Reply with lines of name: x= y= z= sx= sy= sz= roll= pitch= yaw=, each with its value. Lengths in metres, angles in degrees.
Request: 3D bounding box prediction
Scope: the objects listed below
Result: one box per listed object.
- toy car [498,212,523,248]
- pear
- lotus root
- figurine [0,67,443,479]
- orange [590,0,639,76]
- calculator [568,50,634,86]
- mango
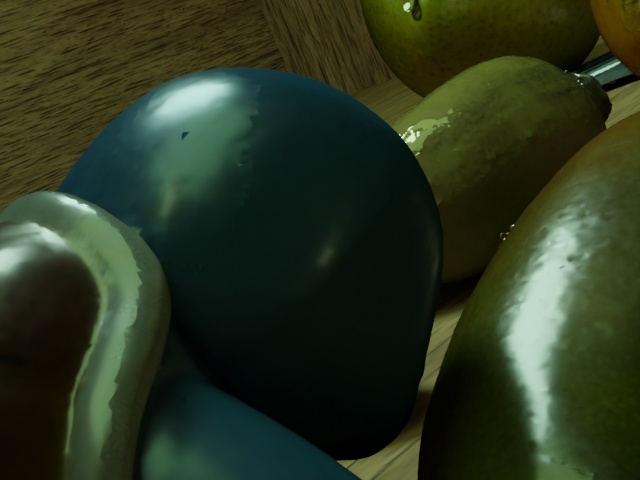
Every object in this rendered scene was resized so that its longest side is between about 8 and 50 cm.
toy car: x=0.160 y=0.001 z=0.898 sx=0.073 sy=0.054 sz=0.143 roll=-20 pitch=9 yaw=23
pear: x=0.245 y=-0.365 z=1.932 sx=0.362 sy=0.362 sz=0.418 roll=-16 pitch=-3 yaw=35
lotus root: x=0.133 y=-0.060 z=1.030 sx=0.303 sy=0.146 sz=0.131 roll=-32 pitch=10 yaw=-37
figurine: x=-0.121 y=0.113 z=0.396 sx=0.416 sy=0.243 sz=0.298 roll=-26 pitch=1 yaw=-29
orange: x=0.387 y=-0.263 z=1.323 sx=0.240 sy=0.240 sz=0.240 roll=-22 pitch=9 yaw=4
calculator: x=0.394 y=-0.231 z=1.770 sx=0.268 sy=0.040 sz=0.177 roll=-24 pitch=6 yaw=19
mango: x=0.117 y=0.044 z=0.496 sx=0.146 sy=0.129 sz=0.289 roll=7 pitch=34 yaw=36
